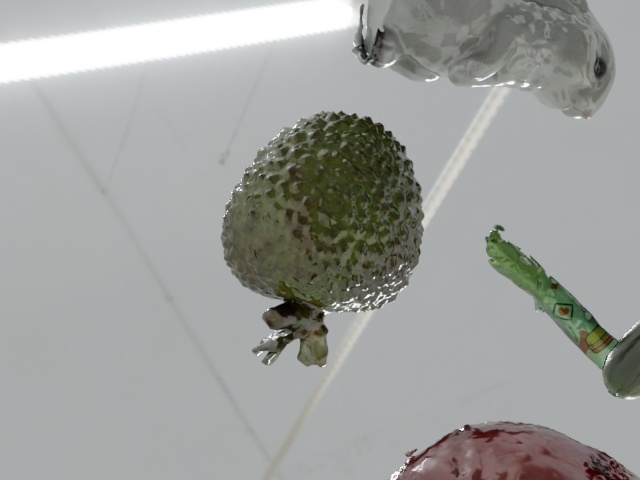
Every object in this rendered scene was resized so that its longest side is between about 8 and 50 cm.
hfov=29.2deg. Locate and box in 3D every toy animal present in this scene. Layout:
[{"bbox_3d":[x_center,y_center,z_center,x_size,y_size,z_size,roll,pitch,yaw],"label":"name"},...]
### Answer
[{"bbox_3d":[0.232,-0.290,1.679,0.357,0.194,0.258,13,-140,-15],"label":"toy animal"}]

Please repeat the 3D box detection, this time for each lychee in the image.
[{"bbox_3d":[0.003,-0.011,1.602,0.270,0.270,0.320,21,-123,-7],"label":"lychee"}]

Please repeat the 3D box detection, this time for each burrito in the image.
[{"bbox_3d":[0.341,0.086,1.833,0.288,0.054,0.104,43,180,-10],"label":"burrito"}]

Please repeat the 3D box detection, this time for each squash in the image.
[{"bbox_3d":[0.487,0.095,1.587,0.087,0.331,0.087,29,-145,-23],"label":"squash"}]

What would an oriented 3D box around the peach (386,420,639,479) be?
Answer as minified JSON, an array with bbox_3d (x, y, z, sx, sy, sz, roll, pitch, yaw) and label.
[{"bbox_3d":[0.184,0.333,1.047,0.370,0.370,0.370,14,-134,-15],"label":"peach"}]
